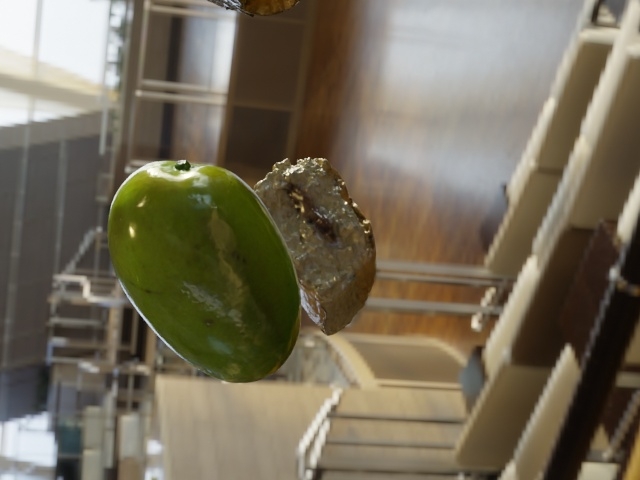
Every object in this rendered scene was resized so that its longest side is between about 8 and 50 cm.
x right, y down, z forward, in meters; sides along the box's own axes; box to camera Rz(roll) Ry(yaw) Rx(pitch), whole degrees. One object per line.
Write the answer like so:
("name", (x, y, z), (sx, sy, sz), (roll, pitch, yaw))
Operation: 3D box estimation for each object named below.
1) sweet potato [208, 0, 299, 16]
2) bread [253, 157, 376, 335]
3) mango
("sweet potato", (-0.050, -0.165, 0.612), (0.244, 0.077, 0.077), (-114, 31, -60))
("bread", (0.000, 0.002, 0.996), (0.125, 0.082, 0.106), (57, 176, 21))
("mango", (-0.045, 0.016, 0.507), (0.056, 0.073, 0.108), (-62, -40, -43))
